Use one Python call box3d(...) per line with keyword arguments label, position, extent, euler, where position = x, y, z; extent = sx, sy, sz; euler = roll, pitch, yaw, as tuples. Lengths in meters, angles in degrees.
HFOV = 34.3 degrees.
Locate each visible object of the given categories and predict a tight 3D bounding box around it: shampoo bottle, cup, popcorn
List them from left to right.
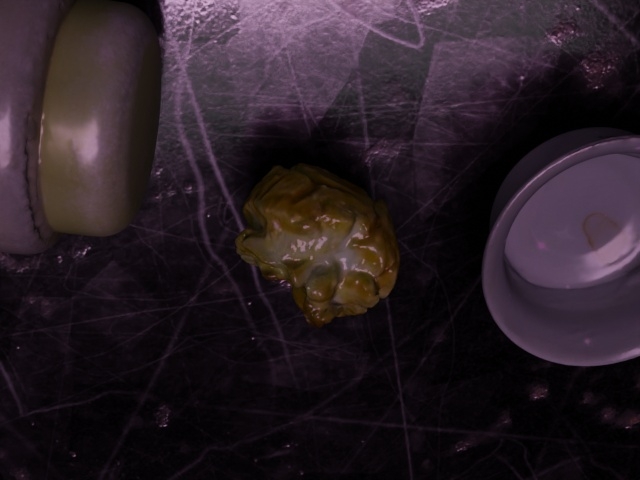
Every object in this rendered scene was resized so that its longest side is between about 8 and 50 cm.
box3d(label="shampoo bottle", position=(-0.347, -0.148, 1.153), extent=(0.317, 0.322, 0.322), euler=(7, 119, -4))
box3d(label="popcorn", position=(0.000, 0.000, 1.352), extent=(0.221, 0.204, 0.183), euler=(40, 88, -8))
box3d(label="cup", position=(0.371, -0.014, 1.414), extent=(0.347, 0.163, 0.347), euler=(-3, 119, -6))
